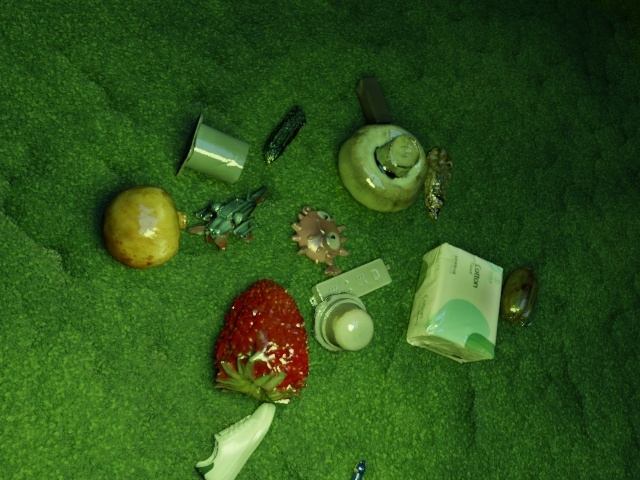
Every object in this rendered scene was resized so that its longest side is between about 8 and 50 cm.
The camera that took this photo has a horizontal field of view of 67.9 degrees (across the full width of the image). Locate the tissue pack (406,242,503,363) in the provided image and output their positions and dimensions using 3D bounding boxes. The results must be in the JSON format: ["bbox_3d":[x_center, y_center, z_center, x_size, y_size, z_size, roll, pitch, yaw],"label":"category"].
[{"bbox_3d":[0.477,0.226,1.683,0.266,0.194,0.356,24,63,-12],"label":"tissue pack"}]

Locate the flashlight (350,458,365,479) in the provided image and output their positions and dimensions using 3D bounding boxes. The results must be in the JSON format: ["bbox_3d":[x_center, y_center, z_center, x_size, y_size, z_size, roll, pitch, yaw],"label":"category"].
[{"bbox_3d":[0.103,0.719,1.432,0.035,0.057,0.121,18,67,24],"label":"flashlight"}]

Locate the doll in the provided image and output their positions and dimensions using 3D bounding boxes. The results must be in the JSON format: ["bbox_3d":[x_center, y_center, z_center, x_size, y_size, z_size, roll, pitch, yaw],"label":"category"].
[{"bbox_3d":[0.000,0.000,1.624,0.211,0.093,0.262,-9,71,-32],"label":"doll"}]

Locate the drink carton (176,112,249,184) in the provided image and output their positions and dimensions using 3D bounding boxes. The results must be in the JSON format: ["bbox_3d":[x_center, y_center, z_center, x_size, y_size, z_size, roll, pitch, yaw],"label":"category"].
[{"bbox_3d":[-0.341,-0.287,1.544,0.190,0.185,0.191,18,63,-19],"label":"drink carton"}]

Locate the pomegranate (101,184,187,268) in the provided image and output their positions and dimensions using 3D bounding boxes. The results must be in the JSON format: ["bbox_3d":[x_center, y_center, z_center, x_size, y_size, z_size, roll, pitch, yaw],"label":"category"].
[{"bbox_3d":[-0.500,-0.040,1.358,0.248,0.248,0.248,8,68,-20],"label":"pomegranate"}]

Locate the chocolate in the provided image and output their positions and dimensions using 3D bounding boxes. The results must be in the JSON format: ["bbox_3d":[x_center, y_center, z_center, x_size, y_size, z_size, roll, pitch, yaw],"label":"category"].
[{"bbox_3d":[0.090,0.267,1.498,0.221,0.147,0.221,0,90,-25],"label":"chocolate"}]

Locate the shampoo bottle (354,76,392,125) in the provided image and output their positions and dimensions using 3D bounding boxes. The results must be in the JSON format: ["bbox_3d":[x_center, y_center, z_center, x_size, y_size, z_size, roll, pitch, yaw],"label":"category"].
[{"bbox_3d":[0.219,-0.539,1.929,0.079,0.080,0.246,-11,75,-24],"label":"shampoo bottle"}]

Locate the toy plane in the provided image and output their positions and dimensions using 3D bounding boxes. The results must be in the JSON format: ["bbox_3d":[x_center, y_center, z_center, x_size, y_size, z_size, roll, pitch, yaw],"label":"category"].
[{"bbox_3d":[-0.268,-0.098,1.544,0.223,0.104,0.326,25,55,20],"label":"toy plane"}]

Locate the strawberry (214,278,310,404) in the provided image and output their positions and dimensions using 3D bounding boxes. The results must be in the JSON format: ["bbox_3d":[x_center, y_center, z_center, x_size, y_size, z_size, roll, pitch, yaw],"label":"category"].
[{"bbox_3d":[-0.142,0.288,1.379,0.292,0.292,0.343,29,50,-11],"label":"strawberry"}]

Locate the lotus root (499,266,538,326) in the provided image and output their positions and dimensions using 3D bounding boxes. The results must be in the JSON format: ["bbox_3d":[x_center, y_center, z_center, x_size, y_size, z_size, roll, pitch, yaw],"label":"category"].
[{"bbox_3d":[0.773,0.213,1.854,0.124,0.123,0.241,51,53,-32],"label":"lotus root"}]

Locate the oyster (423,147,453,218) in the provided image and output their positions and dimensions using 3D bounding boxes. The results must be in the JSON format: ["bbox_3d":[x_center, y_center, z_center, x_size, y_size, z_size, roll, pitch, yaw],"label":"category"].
[{"bbox_3d":[0.484,-0.240,1.937,0.129,0.078,0.345,26,60,-22],"label":"oyster"}]

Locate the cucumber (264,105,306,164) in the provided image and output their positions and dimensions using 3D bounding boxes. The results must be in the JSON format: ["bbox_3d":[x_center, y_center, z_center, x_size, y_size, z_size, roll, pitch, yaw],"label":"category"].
[{"bbox_3d":[-0.135,-0.381,1.725,0.077,0.077,0.265,38,62,-6],"label":"cucumber"}]

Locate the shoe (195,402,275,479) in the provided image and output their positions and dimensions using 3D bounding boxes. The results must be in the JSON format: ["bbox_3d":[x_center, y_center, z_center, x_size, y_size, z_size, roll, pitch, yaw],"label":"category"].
[{"bbox_3d":[-0.234,0.550,1.320,0.110,0.095,0.265,37,64,-6],"label":"shoe"}]

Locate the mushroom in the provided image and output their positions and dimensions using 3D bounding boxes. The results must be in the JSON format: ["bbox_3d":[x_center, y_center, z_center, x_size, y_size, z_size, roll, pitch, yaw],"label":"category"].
[{"bbox_3d":[0.235,-0.266,1.730,0.352,0.260,0.352,6,74,-22],"label":"mushroom"}]

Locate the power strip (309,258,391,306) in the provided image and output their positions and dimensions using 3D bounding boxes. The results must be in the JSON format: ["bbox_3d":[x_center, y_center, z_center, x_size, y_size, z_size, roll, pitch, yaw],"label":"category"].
[{"bbox_3d":[0.116,0.150,1.637,0.338,0.058,0.098,-20,79,-28],"label":"power strip"}]
